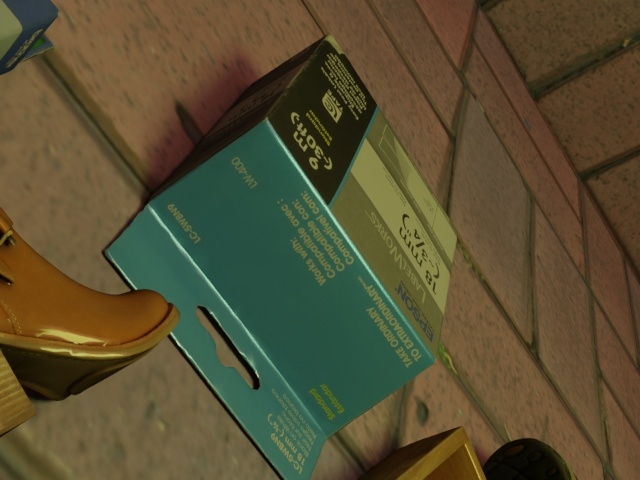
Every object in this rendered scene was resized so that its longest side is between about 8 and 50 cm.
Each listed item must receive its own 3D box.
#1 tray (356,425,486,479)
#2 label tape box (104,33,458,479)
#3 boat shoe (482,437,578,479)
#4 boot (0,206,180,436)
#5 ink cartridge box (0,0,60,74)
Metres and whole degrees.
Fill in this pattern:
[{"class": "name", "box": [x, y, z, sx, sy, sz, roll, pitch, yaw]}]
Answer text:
[{"class": "tray", "box": [0.043, 0.279, 0.592, 0.411, 0.076, 0.203, -8, 74, -62]}, {"class": "label tape box", "box": [0.000, 0.000, 0.729, 0.241, 0.106, 0.334, 55, 27, -17]}, {"class": "boat shoe", "box": [0.252, 0.355, 0.863, 0.120, 0.122, 0.324, 37, 37, -48]}, {"class": "boot", "box": [-0.161, 0.012, 0.458, 0.152, 0.073, 0.197, 60, 23, 1]}, {"class": "ink cartridge box", "box": [-0.251, -0.139, 0.409, 0.186, 0.065, 0.311, 49, 26, -8]}]
